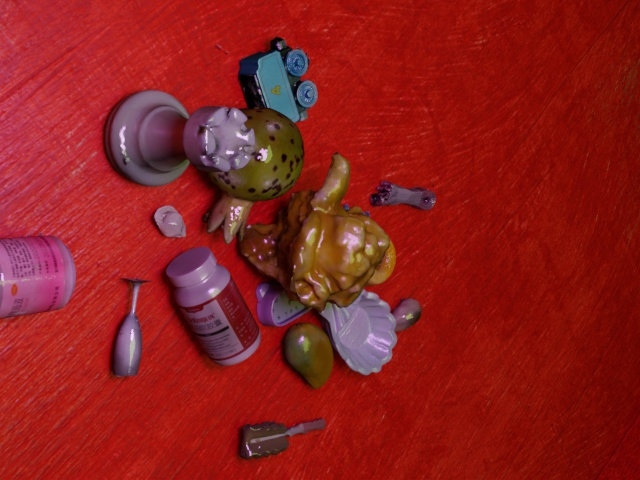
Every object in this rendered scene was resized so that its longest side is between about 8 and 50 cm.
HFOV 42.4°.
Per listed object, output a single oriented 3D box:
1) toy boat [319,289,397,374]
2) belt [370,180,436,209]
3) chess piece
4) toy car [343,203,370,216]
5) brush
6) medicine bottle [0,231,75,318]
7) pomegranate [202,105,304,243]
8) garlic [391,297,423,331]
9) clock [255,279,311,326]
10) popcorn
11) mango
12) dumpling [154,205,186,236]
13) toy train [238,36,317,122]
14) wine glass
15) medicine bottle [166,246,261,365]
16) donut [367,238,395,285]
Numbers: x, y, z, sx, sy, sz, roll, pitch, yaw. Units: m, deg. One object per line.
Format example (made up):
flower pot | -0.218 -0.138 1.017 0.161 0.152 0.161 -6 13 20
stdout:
toy boat | 0.084 0.220 2.129 0.290 0.100 0.199 51 60 -37
belt | 0.229 -0.122 2.262 0.232 0.053 0.071 0 103 -45
chess piece | -0.264 -0.196 1.590 0.194 0.299 0.195 -7 100 -44
toy car | 0.073 -0.002 2.116 0.126 0.098 0.162 18 51 -22
brush | -0.081 0.473 2.027 0.301 0.071 0.084 3 90 -50
medicine bottle | -0.565 0.067 1.440 0.247 0.147 0.147 -7 100 -44
pomegranate | -0.152 -0.154 1.797 0.230 0.231 0.286 -19 137 -42
garlic | 0.237 0.213 2.301 0.152 0.066 0.084 -29 117 -41
clock | -0.084 0.138 1.986 0.152 0.050 0.110 -27 113 -39
popcorn | 0.011 -0.004 1.896 0.321 0.326 0.290 -42 114 7
mango | -0.027 0.277 2.044 0.191 0.085 0.122 56 50 -45
dumpling | -0.318 -0.039 1.745 0.076 0.057 0.052 7 129 -20
toy train | -0.098 -0.353 1.876 0.154 0.107 0.198 -32 117 -29
wine glass | -0.385 0.177 1.687 0.066 0.066 0.198 7 90 -45
medicine bottle | -0.231 0.144 1.786 0.131 0.131 0.250 -45 124 -31
donut | 0.143 0.052 2.197 0.151 0.058 0.152 -5 97 -46
